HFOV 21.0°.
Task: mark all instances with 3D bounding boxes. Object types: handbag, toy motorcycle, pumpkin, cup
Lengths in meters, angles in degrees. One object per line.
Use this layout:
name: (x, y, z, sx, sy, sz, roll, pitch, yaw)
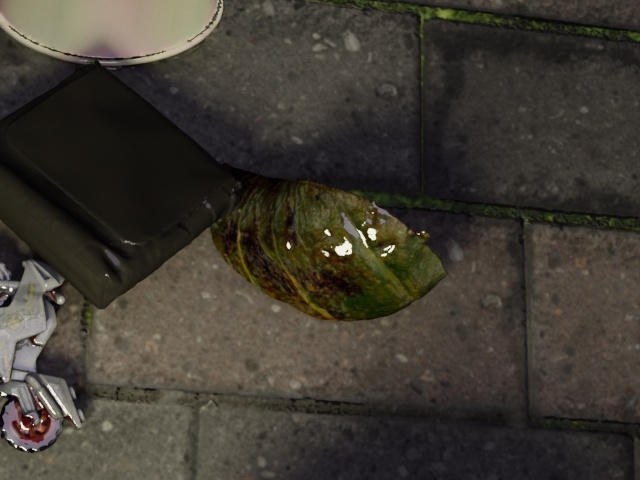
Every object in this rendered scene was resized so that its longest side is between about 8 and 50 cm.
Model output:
handbag: (-0.237, -0.062, 1.854, 0.247, 0.080, 0.223, 40, 52, 15)
toy motorcycle: (-0.303, 0.110, 1.808, 0.122, 0.080, 0.215, -19, 83, -17)
pumpkin: (-0.004, 0.001, 1.870, 0.278, 0.163, 0.111, 33, 66, 0)
cup: (-0.231, -0.363, 1.907, 0.253, 0.253, 0.274, 5, 63, -12)
